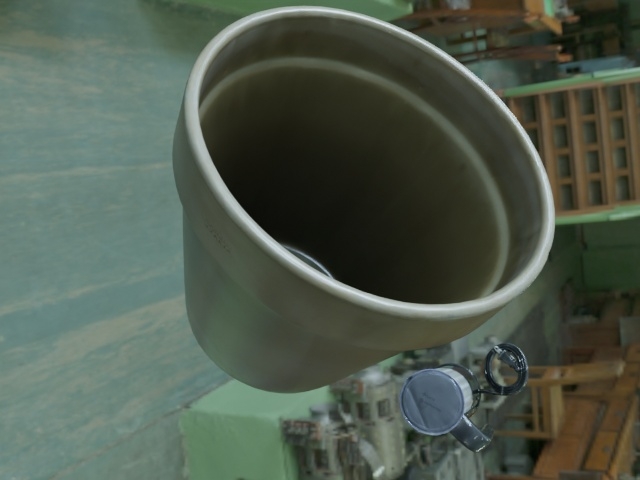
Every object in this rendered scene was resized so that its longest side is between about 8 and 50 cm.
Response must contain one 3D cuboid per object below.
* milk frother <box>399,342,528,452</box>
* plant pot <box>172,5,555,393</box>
[{"bbox_3d":[0.193,0.191,1.033,0.143,0.129,0.135,-65,160,4],"label":"milk frother"},{"bbox_3d":[0.000,0.000,0.723,0.280,0.323,0.323,-57,-173,46],"label":"plant pot"}]
